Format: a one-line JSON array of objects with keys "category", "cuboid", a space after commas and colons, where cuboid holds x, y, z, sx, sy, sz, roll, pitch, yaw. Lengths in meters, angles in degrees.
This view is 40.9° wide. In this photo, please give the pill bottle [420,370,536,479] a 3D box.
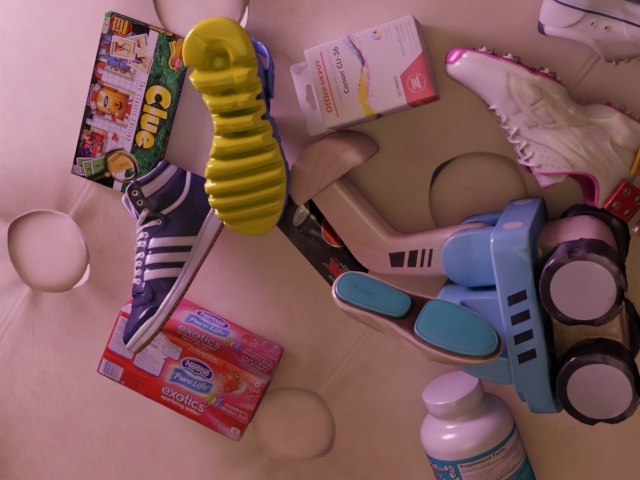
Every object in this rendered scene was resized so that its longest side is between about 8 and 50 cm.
[{"category": "pill bottle", "cuboid": [0.244, 0.337, 1.322, 0.146, 0.146, 0.264, -18, 104, 17]}]

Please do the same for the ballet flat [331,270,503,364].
[{"category": "ballet flat", "cuboid": [0.128, 0.112, 1.146, 0.248, 0.086, 0.086, 25, 114, 26]}]

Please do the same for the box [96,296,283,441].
[{"category": "box", "cuboid": [-0.204, 0.190, 1.369, 0.256, 0.123, 0.128, 26, 113, 1]}]

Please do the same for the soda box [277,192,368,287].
[{"category": "soda box", "cuboid": [0.000, 0.000, 1.299, 0.060, 0.053, 0.169, -39, 99, 21]}]

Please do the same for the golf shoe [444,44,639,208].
[{"category": "golf shoe", "cuboid": [0.291, -0.152, 1.144, 0.306, 0.115, 0.140, 27, 98, 2]}]

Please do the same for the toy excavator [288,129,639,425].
[{"category": "toy excavator", "cuboid": [0.200, 0.040, 1.207, 0.445, 0.222, 0.433, -7, 107, 22]}]

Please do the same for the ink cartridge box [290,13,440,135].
[{"category": "ink cartridge box", "cuboid": [0.053, -0.223, 1.188, 0.198, 0.067, 0.115, -16, 90, 16]}]

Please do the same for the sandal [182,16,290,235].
[{"category": "sandal", "cuboid": [-0.103, -0.162, 1.218, 0.126, 0.138, 0.318, 0, 111, 12]}]

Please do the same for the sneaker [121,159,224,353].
[{"category": "sneaker", "cuboid": [-0.252, 0.014, 1.262, 0.153, 0.099, 0.282, 32, 72, -13]}]

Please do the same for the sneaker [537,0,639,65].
[{"category": "sneaker", "cuboid": [0.409, -0.273, 1.113, 0.258, 0.094, 0.091, 21, 133, 6]}]

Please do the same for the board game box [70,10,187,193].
[{"category": "board game box", "cuboid": [-0.287, -0.199, 1.298, 0.136, 0.030, 0.260, 19, 112, 1]}]

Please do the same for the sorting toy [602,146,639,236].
[{"category": "sorting toy", "cuboid": [0.505, -0.030, 1.146, 0.274, 0.046, 0.132, 30, 105, -24]}]
